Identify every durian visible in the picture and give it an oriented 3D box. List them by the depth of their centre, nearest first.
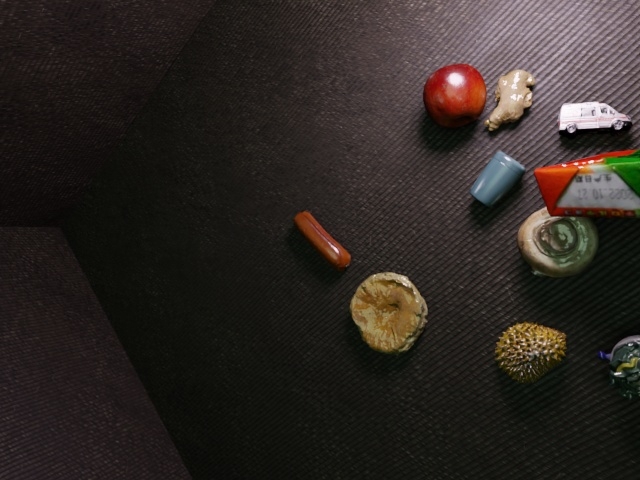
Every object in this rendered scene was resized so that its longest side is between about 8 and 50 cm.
[{"bbox_3d":[0.713,0.388,1.513,0.183,0.138,0.250,45,116,11],"label":"durian"}]

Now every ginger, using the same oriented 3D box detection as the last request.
[{"bbox_3d":[0.675,-0.489,1.553,0.137,0.074,0.213,21,96,36],"label":"ginger"}]

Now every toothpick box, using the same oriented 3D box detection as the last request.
[{"bbox_3d":[0.624,-0.212,1.558,0.120,0.120,0.184,44,113,21],"label":"toothpick box"}]

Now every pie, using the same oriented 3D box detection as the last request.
[{"bbox_3d":[0.269,0.294,1.771,0.339,0.083,0.340,1,92,30],"label":"pie"}]

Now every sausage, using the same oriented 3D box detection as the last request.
[{"bbox_3d":[0.000,0.000,1.906,0.330,0.102,0.102,46,110,19],"label":"sausage"}]

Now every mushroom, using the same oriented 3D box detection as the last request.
[{"bbox_3d":[0.780,0.006,1.444,0.254,0.184,0.255,-1,86,14],"label":"mushroom"}]

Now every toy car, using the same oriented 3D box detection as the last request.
[{"bbox_3d":[0.894,-0.398,1.430,0.209,0.089,0.108,4,87,31],"label":"toy car"}]

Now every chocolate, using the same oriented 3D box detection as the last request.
[{"bbox_3d":[0.875,-0.171,1.251,0.341,0.360,0.162,7,109,60],"label":"chocolate"}]

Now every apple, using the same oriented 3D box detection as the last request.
[{"bbox_3d":[0.482,-0.520,1.576,0.218,0.218,0.201,-13,83,27],"label":"apple"}]

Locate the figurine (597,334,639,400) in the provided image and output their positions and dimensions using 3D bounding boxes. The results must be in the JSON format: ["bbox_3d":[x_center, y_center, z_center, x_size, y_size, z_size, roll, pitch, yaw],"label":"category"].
[{"bbox_3d":[1.059,0.372,1.300,0.381,0.186,0.261,-11,96,22],"label":"figurine"}]
